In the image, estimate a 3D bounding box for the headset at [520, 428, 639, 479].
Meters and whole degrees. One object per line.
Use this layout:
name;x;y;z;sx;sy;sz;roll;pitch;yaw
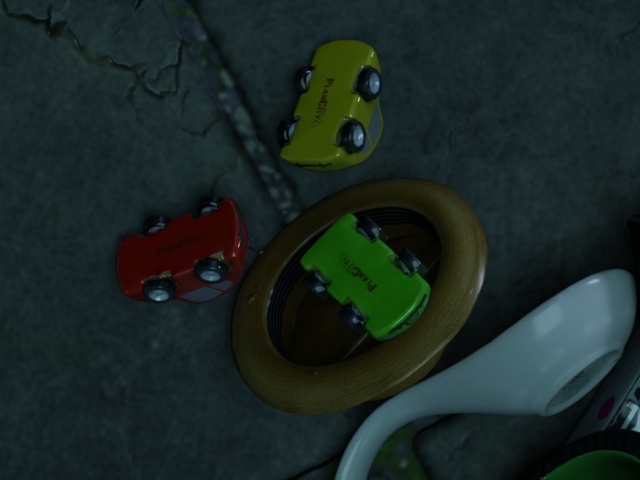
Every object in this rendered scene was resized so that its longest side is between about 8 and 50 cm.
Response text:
headset;0.106;0.282;1.296;0.185;0.243;0.394;28;119;-20

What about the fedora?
fedora;0.035;0.049;1.321;0.194;0.194;0.079;-40;136;-1

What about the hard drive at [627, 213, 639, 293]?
hard drive;0.359;0.121;1.336;0.237;0.064;0.339;-14;98;-6

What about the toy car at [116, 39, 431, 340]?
toy car;0.000;0.000;1.284;0.239;0.225;0.053;-45;139;-1

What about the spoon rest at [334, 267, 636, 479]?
spoon rest;0.109;0.112;1.343;0.276;0.137;0.084;-44;69;8

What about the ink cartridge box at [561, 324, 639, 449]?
ink cartridge box;0.313;0.099;1.392;0.176;0.069;0.371;31;94;-10
